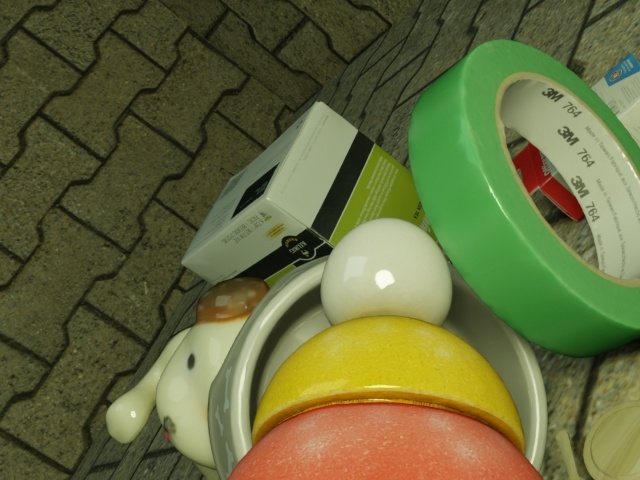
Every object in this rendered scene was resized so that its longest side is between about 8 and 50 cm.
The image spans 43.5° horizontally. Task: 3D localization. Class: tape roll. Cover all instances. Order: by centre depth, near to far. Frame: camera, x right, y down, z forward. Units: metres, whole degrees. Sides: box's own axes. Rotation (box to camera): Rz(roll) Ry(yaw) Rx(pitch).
[{"bbox_3d":[0.231,-0.047,0.795,0.077,0.321,0.321,-36,22,42],"label":"tape roll"}]

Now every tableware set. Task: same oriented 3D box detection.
[{"bbox_3d":[0.271,0.214,0.646,0.128,0.039,0.194,-33,28,23],"label":"tableware set"}]

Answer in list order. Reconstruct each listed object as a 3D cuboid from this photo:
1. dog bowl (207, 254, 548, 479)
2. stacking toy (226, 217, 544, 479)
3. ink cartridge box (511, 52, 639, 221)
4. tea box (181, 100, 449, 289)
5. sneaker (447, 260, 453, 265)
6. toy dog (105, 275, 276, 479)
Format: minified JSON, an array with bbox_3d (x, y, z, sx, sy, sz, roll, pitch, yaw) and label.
[{"bbox_3d":[0.062,0.168,0.795,0.349,0.348,0.102,-57,-1,-16],"label":"dog bowl"},{"bbox_3d":[0.051,0.183,0.612,0.350,0.350,0.480,-40,33,40],"label":"stacking toy"},{"bbox_3d":[0.355,-0.121,1.057,0.231,0.078,0.134,-44,17,28],"label":"ink cartridge box"},{"bbox_3d":[0.000,0.000,1.357,0.329,0.323,0.220,-30,28,52],"label":"tea box"},{"bbox_3d":[0.250,-0.001,1.064,0.153,0.094,0.235,-69,10,-21],"label":"sneaker"},{"bbox_3d":[-0.066,0.212,1.025,0.395,0.285,0.408,-21,-20,-1],"label":"toy dog"}]
